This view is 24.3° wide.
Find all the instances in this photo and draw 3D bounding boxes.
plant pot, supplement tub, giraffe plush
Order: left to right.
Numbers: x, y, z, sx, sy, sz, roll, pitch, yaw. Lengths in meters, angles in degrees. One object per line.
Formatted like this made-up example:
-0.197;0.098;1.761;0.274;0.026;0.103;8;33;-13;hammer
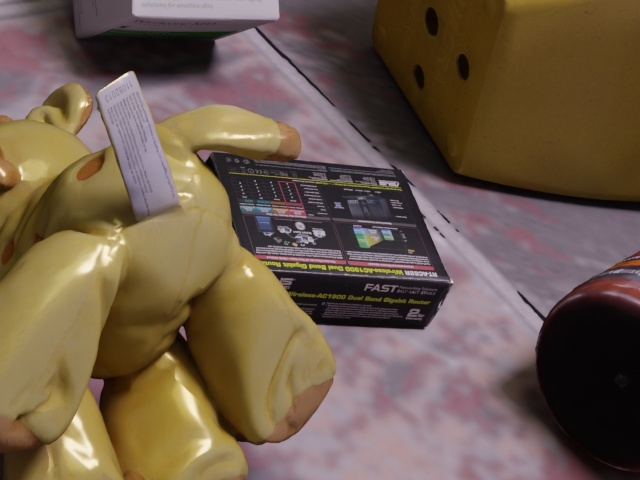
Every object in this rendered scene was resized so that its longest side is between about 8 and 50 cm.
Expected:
-0.115;0.013;0.650;0.181;0.210;0.170;-18;26;-37;giraffe plush
0.152;-0.152;0.946;0.187;0.212;0.212;-11;49;-20;plant pot
0.212;0.045;0.817;0.106;0.106;0.198;43;41;22;supplement tub

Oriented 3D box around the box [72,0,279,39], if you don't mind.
-0.089;-0.175;0.890;0.101;0.087;0.102;-4;89;-32;box

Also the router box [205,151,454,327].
0.000;0.000;0.807;0.122;0.038;0.092;4;42;-24;router box
